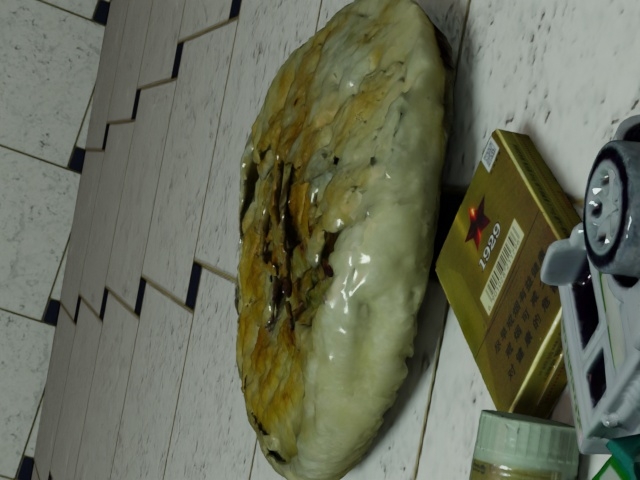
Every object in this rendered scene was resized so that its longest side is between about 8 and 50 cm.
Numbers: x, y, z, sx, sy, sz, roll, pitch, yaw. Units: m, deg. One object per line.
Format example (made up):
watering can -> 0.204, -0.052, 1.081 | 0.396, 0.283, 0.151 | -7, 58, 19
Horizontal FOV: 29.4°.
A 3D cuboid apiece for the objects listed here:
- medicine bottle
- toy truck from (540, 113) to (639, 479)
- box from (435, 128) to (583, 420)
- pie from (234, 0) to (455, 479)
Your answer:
medicine bottle -> 0.084, 0.118, 0.526 | 0.047, 0.047, 0.083 | 178, 102, -72
toy truck -> 0.124, 0.090, 0.322 | 0.124, 0.114, 0.253 | 105, 166, -53
box -> 0.095, 0.016, 0.591 | 0.133, 0.023, 0.090 | -107, 34, -56
pie -> 0.001, 0.000, 0.803 | 0.339, 0.077, 0.339 | -170, 90, -73
